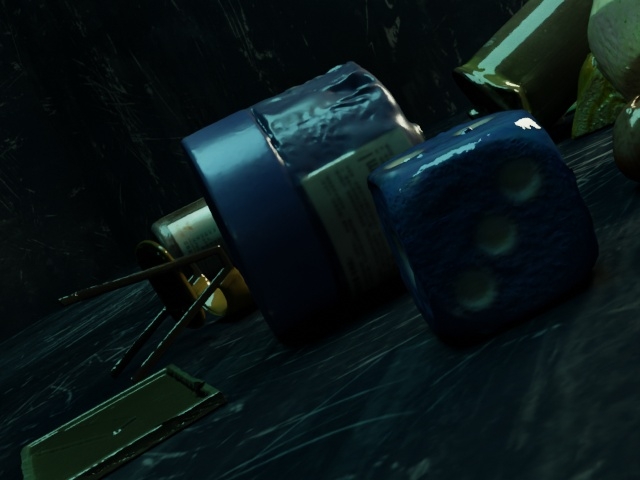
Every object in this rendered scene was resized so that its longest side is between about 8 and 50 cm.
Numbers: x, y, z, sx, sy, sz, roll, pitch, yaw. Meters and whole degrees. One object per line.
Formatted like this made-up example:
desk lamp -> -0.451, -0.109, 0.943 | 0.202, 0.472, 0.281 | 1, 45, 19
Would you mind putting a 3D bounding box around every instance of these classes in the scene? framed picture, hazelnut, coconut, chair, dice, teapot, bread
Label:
framed picture -> -0.220, 0.197, 0.966 | 0.209, 0.019, 0.281 | -29, 7, -16
hazelnut -> 0.314, -0.097, 0.872 | 0.086, 0.086, 0.086 | -27, 7, 3
coconut -> 0.418, -0.254, 1.036 | 0.237, 0.236, 0.197 | -33, 6, -42
chair -> -0.208, 0.078, 1.282 | 0.247, 0.172, 0.159 | -38, 9, -23
dice -> 0.124, -0.017, 0.728 | 0.146, 0.146, 0.143 | -26, 9, 2
teapot -> 0.371, -0.309, 1.491 | 0.337, 0.200, 0.270 | -45, 7, 4
bread -> 0.421, -0.228, 1.346 | 0.156, 0.110, 0.103 | -27, 13, 24

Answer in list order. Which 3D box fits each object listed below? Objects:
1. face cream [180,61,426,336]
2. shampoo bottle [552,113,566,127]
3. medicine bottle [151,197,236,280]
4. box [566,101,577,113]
face cream -> -0.005, -0.048, 1.030 | 0.225, 0.248, 0.249 | -25, 7, -8
shampoo bottle -> 0.381, -0.209, 1.601 | 0.099, 0.043, 0.072 | -25, 7, 20
medicine bottle -> -0.202, -0.022, 1.929 | 0.273, 0.165, 0.165 | -27, 7, -12
box -> 0.409, -0.241, 1.737 | 0.227, 0.042, 0.161 | -26, 6, 3
